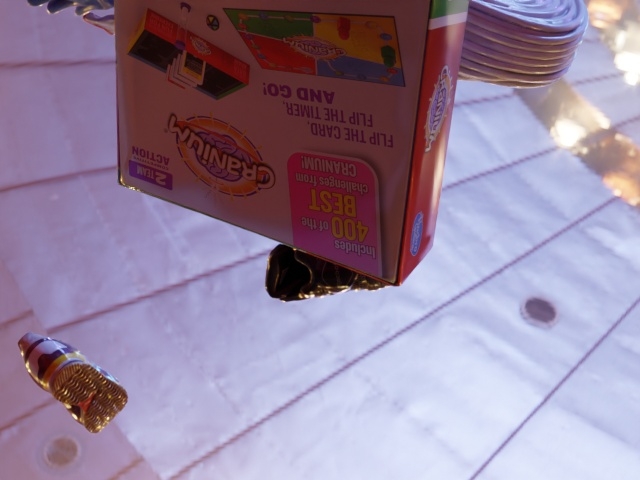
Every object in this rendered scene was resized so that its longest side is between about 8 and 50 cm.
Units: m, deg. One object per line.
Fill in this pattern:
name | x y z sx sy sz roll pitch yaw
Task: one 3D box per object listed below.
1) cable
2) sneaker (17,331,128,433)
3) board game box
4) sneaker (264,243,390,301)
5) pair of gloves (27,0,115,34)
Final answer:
cable | 0.160 -0.260 1.271 0.257 0.089 0.257 10 -144 -18
sneaker | -0.282 0.157 1.352 0.084 0.185 0.069 39 -106 24
board game box | -0.026 -0.149 0.786 0.242 0.317 0.064 20 -144 21
sneaker | 0.000 0.000 1.268 0.130 0.087 0.227 -9 -160 -1
pair of gloves | -0.177 -0.210 1.096 0.159 0.198 0.023 7 -96 29
